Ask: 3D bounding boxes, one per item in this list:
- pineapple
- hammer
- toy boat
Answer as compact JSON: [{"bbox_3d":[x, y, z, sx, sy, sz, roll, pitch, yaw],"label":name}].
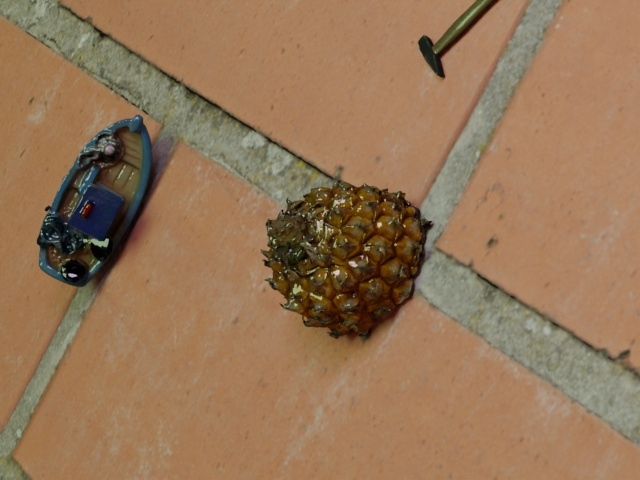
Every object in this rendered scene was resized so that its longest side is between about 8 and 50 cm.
[{"bbox_3d":[0.000,0.003,1.836,0.176,0.137,0.161,12,79,52],"label":"pineapple"},{"bbox_3d":[0.174,-0.247,1.872,0.199,0.013,0.062,-45,41,26],"label":"hammer"},{"bbox_3d":[-0.268,-0.052,2.222,0.223,0.100,0.097,-63,7,6],"label":"toy boat"}]
